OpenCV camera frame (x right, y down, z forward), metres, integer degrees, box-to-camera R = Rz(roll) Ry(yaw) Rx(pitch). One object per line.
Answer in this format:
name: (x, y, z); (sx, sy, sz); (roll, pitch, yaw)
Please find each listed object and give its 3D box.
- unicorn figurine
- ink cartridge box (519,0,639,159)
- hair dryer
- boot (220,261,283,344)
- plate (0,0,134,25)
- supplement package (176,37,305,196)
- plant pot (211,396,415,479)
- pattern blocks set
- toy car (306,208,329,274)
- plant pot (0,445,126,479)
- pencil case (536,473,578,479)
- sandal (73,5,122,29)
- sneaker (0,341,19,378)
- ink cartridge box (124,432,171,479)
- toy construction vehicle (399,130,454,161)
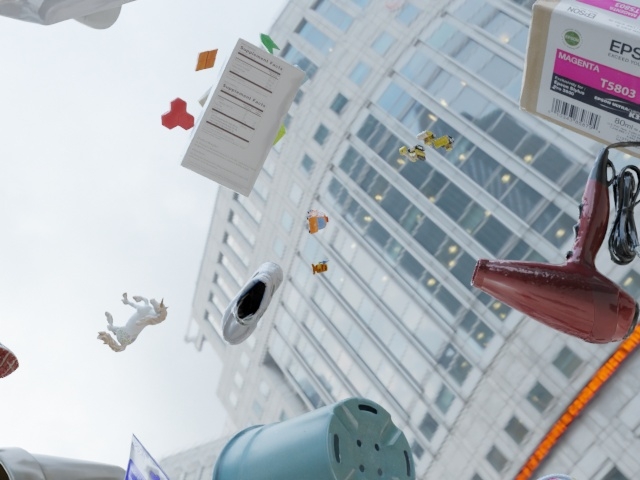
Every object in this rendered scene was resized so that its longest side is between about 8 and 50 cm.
unicorn figurine: (-0.356, 0.149, 1.342); (0.162, 0.111, 0.060); (-57, -31, 8)
ink cartridge box: (0.404, -0.233, 0.956); (0.088, 0.234, 0.193); (-45, -32, -23)
hair dryer: (0.322, 0.016, 0.846); (0.293, 0.224, 0.080); (-19, -26, -8)
boot: (-0.187, 0.169, 1.693); (0.258, 0.095, 0.123); (-59, -5, 21)
plate: (-0.302, -0.368, 0.977); (0.277, 0.278, 0.045); (-16, -75, -1)
supplement package: (-0.147, -0.219, 1.258); (0.133, 0.139, 0.244); (25, -88, -16)
plant pot: (-0.001, 0.508, 1.482); (0.341, 0.341, 0.334); (6, -34, -45)
pattern blocks set: (-0.195, -0.339, 1.674); (0.285, 0.026, 0.325); (35, -87, -27)
toy car: (0.000, 0.000, 1.316); (0.040, 0.122, 0.060); (-7, 4, 6)
plant pot: (-0.524, 0.557, 1.363); (0.280, 0.323, 0.323); (8, -60, -49)
pencil case: (0.433, 0.510, 1.281); (0.124, 0.113, 0.273); (-22, -31, 3)
sandal: (-0.515, -0.544, 1.221); (0.416, 0.102, 0.169); (42, -112, -47)
sneaker: (-0.766, 0.227, 1.557); (0.088, 0.093, 0.225); (-36, -54, -1)
ink cartridge box: (-0.244, 0.429, 1.046); (0.045, 0.206, 0.208); (3, -73, -40)
toy construction vehicle: (0.218, -0.188, 1.413); (0.086, 0.035, 0.098); (-22, -19, 34)
